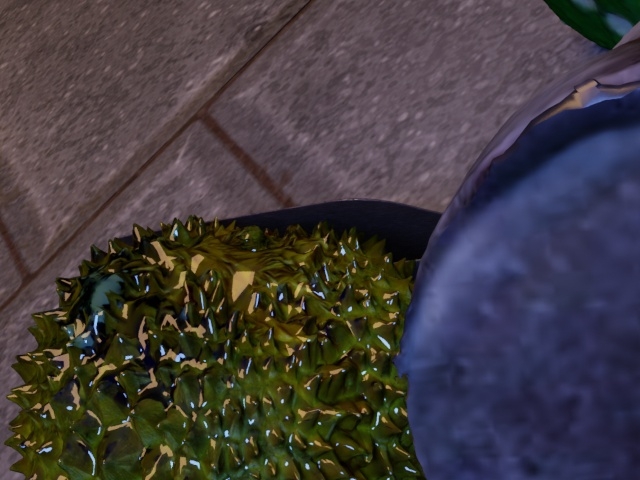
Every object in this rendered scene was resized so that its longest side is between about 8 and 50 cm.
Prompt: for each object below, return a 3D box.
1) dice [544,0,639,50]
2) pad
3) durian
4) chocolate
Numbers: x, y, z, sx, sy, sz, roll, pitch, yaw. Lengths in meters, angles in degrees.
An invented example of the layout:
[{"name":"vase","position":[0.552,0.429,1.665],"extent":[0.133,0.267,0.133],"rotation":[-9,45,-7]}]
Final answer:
[{"name":"dice","position":[0.220,-0.208,1.146],"extent":[0.131,0.120,0.128],"rotation":[-49,28,-12]},{"name":"pad","position":[0.000,0.000,1.123],"extent":[0.266,0.176,0.002],"rotation":[-8,75,47]},{"name":"durian","position":[-0.064,0.100,1.004],"extent":[0.291,0.224,0.291],"rotation":[-32,28,19]},{"name":"chocolate","position":[0.197,0.024,0.689],"extent":[0.303,0.303,0.213],"rotation":[-27,18,29]}]
